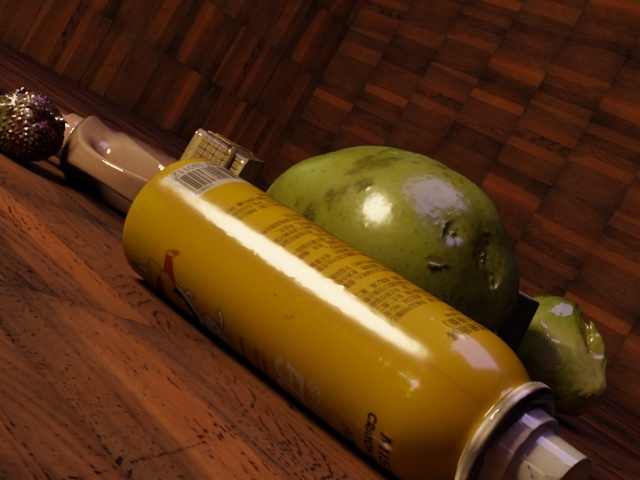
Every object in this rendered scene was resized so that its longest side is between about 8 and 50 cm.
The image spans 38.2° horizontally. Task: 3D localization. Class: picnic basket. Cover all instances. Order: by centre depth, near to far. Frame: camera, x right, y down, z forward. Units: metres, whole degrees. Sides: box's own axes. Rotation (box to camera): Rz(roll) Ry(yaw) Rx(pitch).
[{"bbox_3d":[-0.146,-0.084,1.275,0.079,0.115,0.164,32,4,4],"label":"picnic basket"}]

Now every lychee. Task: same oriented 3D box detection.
[{"bbox_3d":[-0.284,-0.111,0.894,0.083,0.067,0.068,4,-44,17],"label":"lychee"}]

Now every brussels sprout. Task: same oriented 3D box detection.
[{"bbox_3d":[0.325,0.172,1.338,0.131,0.146,0.183,131,-58,-69],"label":"brussels sprout"}]

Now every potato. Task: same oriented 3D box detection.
[{"bbox_3d":[0.056,0.010,0.882,0.216,0.215,0.304,28,6,-26],"label":"potato"}]

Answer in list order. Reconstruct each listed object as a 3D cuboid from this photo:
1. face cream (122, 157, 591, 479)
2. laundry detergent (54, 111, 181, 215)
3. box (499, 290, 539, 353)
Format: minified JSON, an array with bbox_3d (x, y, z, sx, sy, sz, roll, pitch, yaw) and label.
[{"bbox_3d":[0.013,0.059,0.595,0.349,0.105,0.105,32,4,35],"label":"face cream"},{"bbox_3d":[-0.199,-0.070,0.948,0.237,0.076,0.171,30,4,2],"label":"laundry detergent"},{"bbox_3d":[0.166,0.087,1.232,0.243,0.135,0.163,32,4,32],"label":"box"}]
